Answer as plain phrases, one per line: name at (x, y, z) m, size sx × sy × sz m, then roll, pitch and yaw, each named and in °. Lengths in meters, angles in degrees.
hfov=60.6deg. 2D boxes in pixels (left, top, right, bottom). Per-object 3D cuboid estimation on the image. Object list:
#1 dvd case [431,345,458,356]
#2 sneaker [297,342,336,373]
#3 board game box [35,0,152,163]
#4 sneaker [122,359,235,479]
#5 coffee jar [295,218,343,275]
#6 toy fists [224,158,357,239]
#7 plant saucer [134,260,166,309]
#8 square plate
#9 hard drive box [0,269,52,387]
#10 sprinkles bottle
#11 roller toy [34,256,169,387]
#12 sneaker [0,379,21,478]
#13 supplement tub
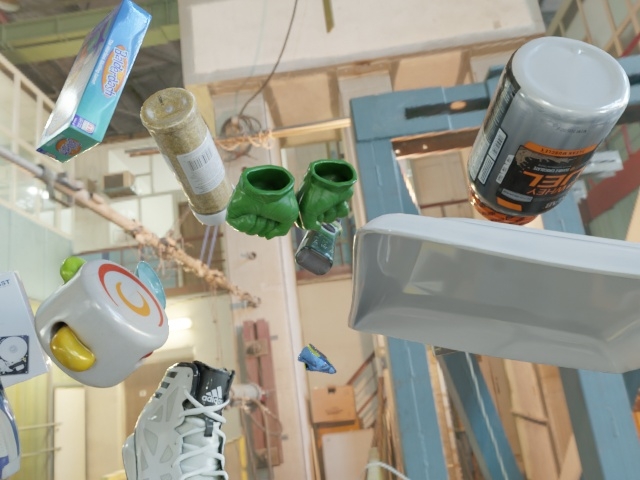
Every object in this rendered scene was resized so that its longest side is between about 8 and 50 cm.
dvd case at (0.335, 0.223, 1.486) m, size 0.018 × 0.165 × 0.221 m, roll -5°, pitch -15°, yaw -11°
sneaker at (-0.016, 0.458, 2.043) m, size 0.082 × 0.069 × 0.209 m, roll -45°, pitch -46°, yaw -2°
board game box at (-0.332, -0.227, 0.798) m, size 0.047 × 0.211 × 0.160 m, roll 28°, pitch -22°, yaw -37°
sneaker at (-0.226, 0.358, 0.937) m, size 0.169 × 0.258 × 0.447 m, roll 18°, pitch 7°, yaw -31°
coffee jar at (0.000, 0.000, 1.437) m, size 0.096 × 0.184 × 0.079 m, roll 31°, pitch -51°, yaw -10°
toy fists at (-0.053, -0.074, 1.089) m, size 0.279 × 0.096 × 0.142 m, roll -12°, pitch -31°, yaw -32°
plant saucer at (-0.373, 0.103, 1.188) m, size 0.021 × 0.120 × 0.119 m, roll -23°, pitch -16°, yaw 1°
square plate at (0.203, 0.063, 0.552) m, size 0.346 × 0.049 × 0.344 m, roll 8°, pitch -22°, yaw 5°
hard drive box at (-0.704, 0.200, 1.162) m, size 0.181 × 0.232 × 0.089 m, roll -20°, pitch 4°, yaw -22°
sprinkles bottle at (-0.287, -0.178, 1.256) m, size 0.121 × 0.121 × 0.355 m, roll -8°, pitch -33°, yaw 3°
roller toy at (-0.366, 0.144, 0.921) m, size 0.146 × 0.209 × 0.191 m, roll -42°, pitch -42°, yaw 5°
sneaker at (-0.645, 0.283, 0.942) m, size 0.182 × 0.316 × 0.127 m, roll -18°, pitch 29°, yaw -34°
supplement tub at (0.401, -0.185, 1.032) m, size 0.206 × 0.207 × 0.338 m, roll -6°, pitch -31°, yaw -5°
